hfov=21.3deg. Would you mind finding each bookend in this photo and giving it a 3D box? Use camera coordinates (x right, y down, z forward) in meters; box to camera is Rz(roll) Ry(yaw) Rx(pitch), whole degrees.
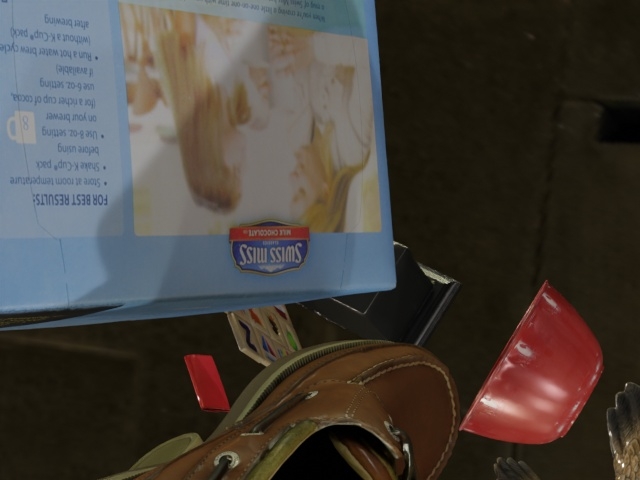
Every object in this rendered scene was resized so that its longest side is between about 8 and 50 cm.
[{"bbox_3d":[0.000,0.000,1.237,0.156,0.157,0.072,26,76,33],"label":"bookend"}]

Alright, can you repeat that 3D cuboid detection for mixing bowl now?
[{"bbox_3d":[0.230,0.142,1.757,0.098,0.181,0.181,30,99,7],"label":"mixing bowl"}]

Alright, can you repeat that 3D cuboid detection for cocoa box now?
[{"bbox_3d":[-0.147,-0.068,0.940,0.228,0.347,0.231,-7,87,36],"label":"cocoa box"}]

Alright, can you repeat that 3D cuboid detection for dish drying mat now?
[{"bbox_3d":[-0.117,0.147,1.752,0.083,0.032,0.008,-114,39,-48],"label":"dish drying mat"}]

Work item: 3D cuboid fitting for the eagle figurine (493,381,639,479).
[{"bbox_3d":[0.340,0.342,1.876,0.225,0.226,0.298,-9,112,27],"label":"eagle figurine"}]

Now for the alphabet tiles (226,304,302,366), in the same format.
[{"bbox_3d":[-0.085,0.032,1.586,0.009,0.237,0.198,-30,59,13],"label":"alphabet tiles"}]

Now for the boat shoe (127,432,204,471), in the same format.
[{"bbox_3d":[-0.182,0.306,1.619,0.113,0.302,0.103,-18,107,42],"label":"boat shoe"}]

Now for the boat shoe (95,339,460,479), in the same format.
[{"bbox_3d":[-0.003,0.121,0.770,0.104,0.307,0.110,-8,102,36],"label":"boat shoe"}]
